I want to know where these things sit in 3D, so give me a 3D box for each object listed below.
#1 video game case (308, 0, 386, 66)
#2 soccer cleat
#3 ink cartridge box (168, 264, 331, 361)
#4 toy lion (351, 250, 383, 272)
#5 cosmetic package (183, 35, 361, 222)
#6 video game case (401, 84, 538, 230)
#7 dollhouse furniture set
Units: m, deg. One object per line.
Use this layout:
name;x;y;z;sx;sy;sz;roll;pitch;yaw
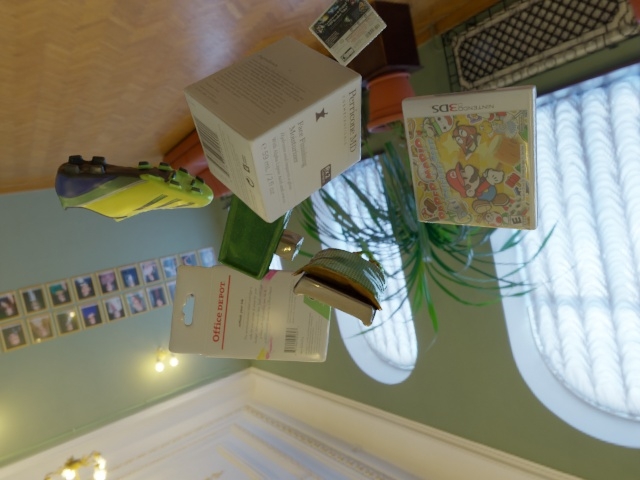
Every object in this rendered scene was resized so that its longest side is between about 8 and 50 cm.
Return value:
video game case;0.087;-0.698;1.482;0.190;0.173;0.022;-37;-155;28
soccer cleat;-0.365;-0.092;0.907;0.289;0.121;0.093;6;-150;-20
ink cartridge box;-0.160;0.166;1.068;0.353;0.207;0.119;7;177;-13
toy lion;0.134;0.077;1.295;0.096;0.100;0.034;-8;170;35
cosmetic package;-0.057;-0.157;0.635;0.183;0.151;0.151;-37;149;-21
video game case;0.244;-0.128;0.747;0.206;0.227;0.026;7;-147;38
dollhouse furniture set;0.000;0.000;0.824;0.301;0.151;0.197;24;-157;6
